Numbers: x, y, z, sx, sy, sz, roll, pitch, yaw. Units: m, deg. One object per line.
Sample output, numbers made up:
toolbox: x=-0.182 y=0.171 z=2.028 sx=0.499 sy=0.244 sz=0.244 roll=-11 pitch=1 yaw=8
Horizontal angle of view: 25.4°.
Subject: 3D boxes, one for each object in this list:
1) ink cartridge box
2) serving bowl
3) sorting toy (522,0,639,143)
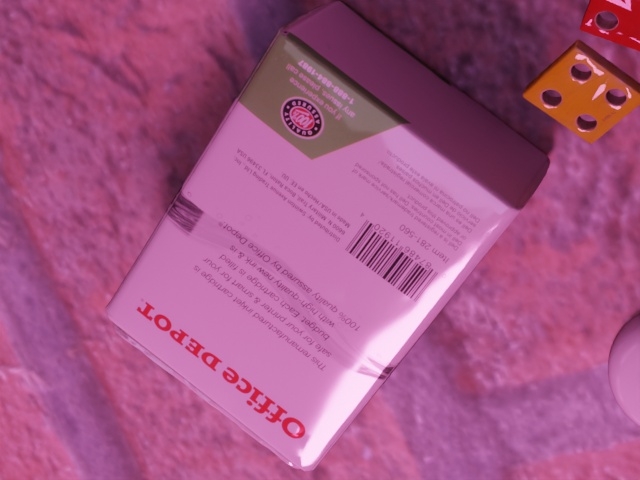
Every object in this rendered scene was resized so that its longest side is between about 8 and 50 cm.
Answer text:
ink cartridge box: x=0.000 y=0.000 z=0.821 sx=0.160 sy=0.092 sz=0.219 roll=38 pitch=119 yaw=4
serving bowl: x=0.204 y=0.080 z=0.812 sx=0.083 sy=0.027 sz=0.083 roll=8 pitch=114 yaw=19
sorting toy: x=0.244 y=-0.069 z=0.707 sx=0.275 sy=0.046 sz=0.132 roll=18 pitch=140 yaw=7
